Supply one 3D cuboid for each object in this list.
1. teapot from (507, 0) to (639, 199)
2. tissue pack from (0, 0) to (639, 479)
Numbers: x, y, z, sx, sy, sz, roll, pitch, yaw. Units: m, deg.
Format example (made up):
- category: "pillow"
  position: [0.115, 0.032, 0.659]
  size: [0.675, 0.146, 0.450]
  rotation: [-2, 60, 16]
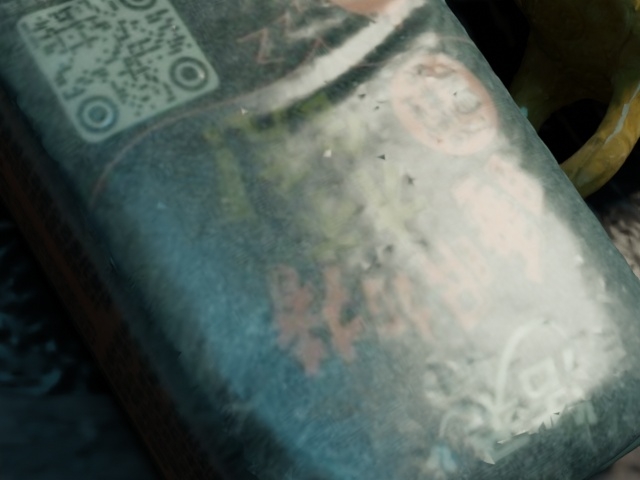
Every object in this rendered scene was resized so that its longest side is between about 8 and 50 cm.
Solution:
- category: "teapot"
  position: [0.165, -0.154, 0.769]
  size: [0.203, 0.167, 0.311]
  rotation: [31, 78, -31]
- category: "tissue pack"
  position: [0.000, 0.000, 0.660]
  size: [0.228, 0.103, 0.316]
  rotation: [-26, 76, -26]
